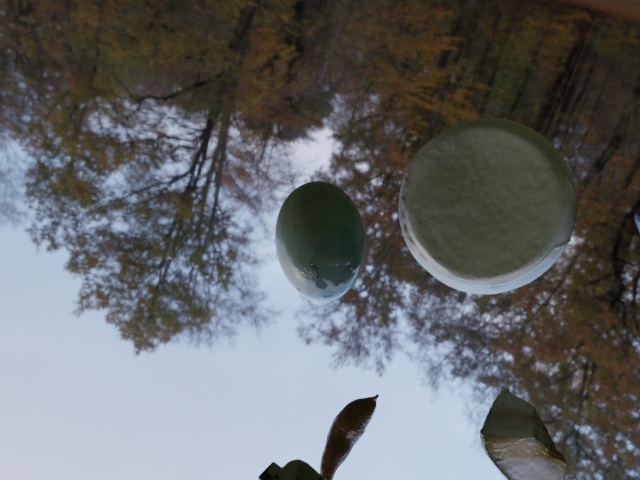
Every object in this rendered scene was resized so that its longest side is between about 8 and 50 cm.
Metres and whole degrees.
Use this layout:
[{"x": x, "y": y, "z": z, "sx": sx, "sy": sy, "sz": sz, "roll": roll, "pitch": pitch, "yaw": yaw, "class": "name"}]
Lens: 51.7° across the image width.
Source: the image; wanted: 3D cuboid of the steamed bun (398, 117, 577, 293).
[{"x": 0.272, "y": -0.052, "z": 1.085, "sx": 0.283, "sy": 0.282, "sz": 0.177, "roll": 25, "pitch": -178, "yaw": 22, "class": "steamed bun"}]

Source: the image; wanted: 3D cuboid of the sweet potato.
[{"x": 0.039, "y": 0.383, "z": 1.269, "sx": 0.068, "sy": 0.226, "sz": 0.068, "roll": 32, "pitch": 172, "yaw": 5, "class": "sweet potato"}]

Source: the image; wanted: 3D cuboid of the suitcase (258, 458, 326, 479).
[{"x": -0.034, "y": 0.501, "z": 0.856, "sx": 0.339, "sy": 0.194, "sz": 0.351, "roll": 44, "pitch": -157, "yaw": 10, "class": "suitcase"}]

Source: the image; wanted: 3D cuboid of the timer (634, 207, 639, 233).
[{"x": 0.809, "y": 0.093, "z": 1.327, "sx": 0.271, "sy": 0.383, "sz": 0.270, "roll": -13, "pitch": -175, "yaw": 1, "class": "timer"}]

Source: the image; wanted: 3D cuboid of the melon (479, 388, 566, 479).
[{"x": 0.315, "y": 0.320, "z": 1.077, "sx": 0.140, "sy": 0.093, "sz": 0.202, "roll": 16, "pitch": -142, "yaw": -27, "class": "melon"}]

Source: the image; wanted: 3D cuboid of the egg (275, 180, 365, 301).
[{"x": 0.000, "y": 0.000, "z": 1.236, "sx": 0.169, "sy": 0.169, "sz": 0.236, "roll": 4, "pitch": -121, "yaw": -25, "class": "egg"}]
